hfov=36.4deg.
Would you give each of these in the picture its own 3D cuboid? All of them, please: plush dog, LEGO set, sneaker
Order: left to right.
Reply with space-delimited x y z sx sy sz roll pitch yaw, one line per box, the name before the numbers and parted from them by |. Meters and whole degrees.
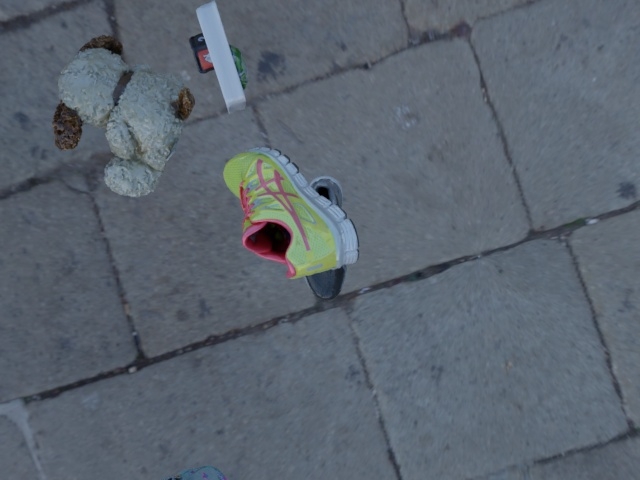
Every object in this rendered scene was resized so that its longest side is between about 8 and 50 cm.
plush dog | -0.346 -0.239 1.693 0.225 0.210 0.262 23 65 -13
LEGO set | -0.091 -0.157 0.568 0.060 0.244 0.182 -17 97 -3
sneaker | -0.054 -0.030 1.034 0.094 0.081 0.208 -28 44 -25
sneaker | 0.000 0.000 1.728 0.086 0.132 0.228 -2 94 4

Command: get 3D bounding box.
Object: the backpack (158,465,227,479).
backpack | -0.216 0.436 1.541 0.115 0.182 0.152 -25 88 24
